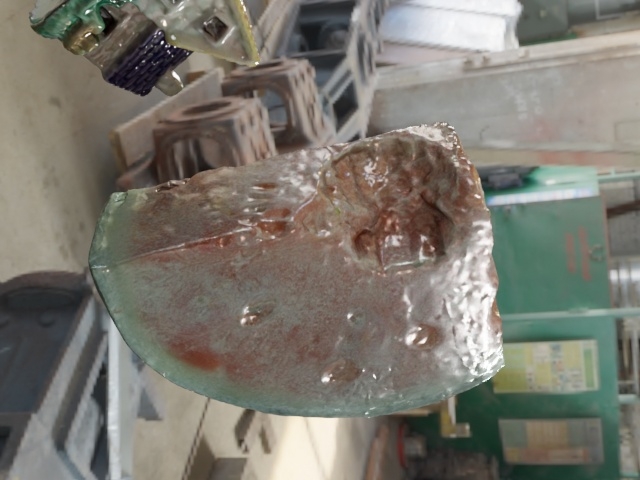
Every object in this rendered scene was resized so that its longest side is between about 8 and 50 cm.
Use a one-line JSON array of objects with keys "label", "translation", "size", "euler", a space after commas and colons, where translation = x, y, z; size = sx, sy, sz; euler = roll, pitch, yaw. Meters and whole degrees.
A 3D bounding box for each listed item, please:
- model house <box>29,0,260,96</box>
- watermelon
[{"label": "model house", "translation": [-0.091, -0.126, 0.471], "size": [0.100, 0.101, 0.087], "euler": [42, 16, -36]}, {"label": "watermelon", "translation": [0.000, 0.000, 0.589], "size": [0.318, 0.226, 0.148], "euler": [16, 39, -28]}]
